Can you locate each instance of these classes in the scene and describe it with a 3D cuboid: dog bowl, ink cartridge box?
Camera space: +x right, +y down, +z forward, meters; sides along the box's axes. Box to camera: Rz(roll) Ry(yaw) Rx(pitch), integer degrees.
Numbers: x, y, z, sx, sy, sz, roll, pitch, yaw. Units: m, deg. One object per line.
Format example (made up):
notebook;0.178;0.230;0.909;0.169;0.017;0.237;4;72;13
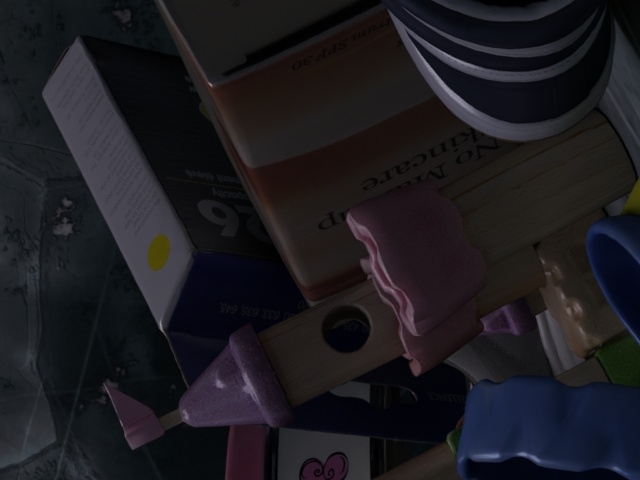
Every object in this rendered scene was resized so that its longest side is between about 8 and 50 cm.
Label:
dog bowl;0.005;0.306;1.695;0.408;0.150;0.408;-3;-90;-84
ink cartridge box;0.000;0.000;1.189;0.303;0.072;0.307;10;-146;-39

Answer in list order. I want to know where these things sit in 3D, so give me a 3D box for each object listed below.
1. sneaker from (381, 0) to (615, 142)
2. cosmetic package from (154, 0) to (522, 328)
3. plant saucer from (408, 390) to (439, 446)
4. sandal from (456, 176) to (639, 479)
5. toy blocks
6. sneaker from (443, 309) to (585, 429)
sneaker;0.013;-0.168;0.631;0.282;0.099;0.153;55;-179;9
cosmetic package;0.014;-0.085;0.958;0.129;0.153;0.296;62;179;27
plant saucer;0.167;0.206;1.740;0.332;0.084;0.332;62;177;6
sandal;0.153;0.124;0.581;0.317;0.138;0.126;59;174;26
toy blocks;0.074;0.138;0.886;0.288;0.260;0.309;61;177;10
sneaker;0.148;0.134;1.103;0.271;0.108;0.100;61;176;-17
